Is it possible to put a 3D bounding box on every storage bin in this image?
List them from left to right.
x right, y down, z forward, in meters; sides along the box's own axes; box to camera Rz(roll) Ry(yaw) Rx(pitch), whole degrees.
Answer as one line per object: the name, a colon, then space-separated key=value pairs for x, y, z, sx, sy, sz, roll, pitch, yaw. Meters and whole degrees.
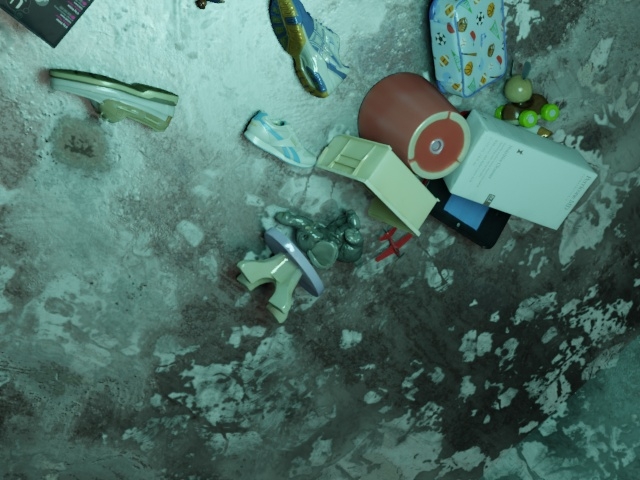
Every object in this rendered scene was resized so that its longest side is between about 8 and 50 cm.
storage bin: x=0.155 y=-0.162 z=1.932 sx=0.262 sy=0.260 sz=0.123 roll=40 pitch=82 yaw=-36

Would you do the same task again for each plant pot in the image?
plant pot: x=0.273 y=-0.306 z=1.925 sx=0.274 sy=0.243 sz=0.275 roll=-11 pitch=123 yaw=-18

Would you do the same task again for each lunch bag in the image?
lunch bag: x=0.419 y=-0.557 z=1.909 sx=0.243 sy=0.115 sz=0.304 roll=-36 pitch=132 yaw=-29

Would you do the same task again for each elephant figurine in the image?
elephant figurine: x=0.000 y=0.000 z=2.054 sx=0.239 sy=0.186 sz=0.169 roll=-12 pitch=166 yaw=-7

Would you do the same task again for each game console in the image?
game console: x=0.496 y=-0.188 z=2.160 sx=0.386 sy=0.060 sz=0.342 roll=28 pitch=87 yaw=-34

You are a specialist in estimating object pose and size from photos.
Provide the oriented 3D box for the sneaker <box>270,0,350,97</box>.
sneaker: x=-0.023 y=-0.518 z=1.765 sx=0.131 sy=0.111 sz=0.297 roll=-43 pitch=131 yaw=-19

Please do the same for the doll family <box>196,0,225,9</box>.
doll family: x=-0.279 y=-0.613 z=1.592 sx=0.111 sy=0.076 sz=0.193 roll=-51 pitch=129 yaw=3

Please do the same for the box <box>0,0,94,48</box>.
box: x=-0.537 y=-0.565 z=1.439 sx=0.270 sy=0.165 sz=0.143 roll=-48 pitch=127 yaw=6

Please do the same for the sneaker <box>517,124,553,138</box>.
sneaker: x=0.647 y=-0.210 z=2.128 sx=0.105 sy=0.123 sz=0.290 roll=-22 pitch=124 yaw=-48

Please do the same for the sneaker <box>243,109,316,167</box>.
sneaker: x=-0.093 y=-0.270 z=1.872 sx=0.228 sy=0.087 sz=0.092 roll=24 pitch=104 yaw=-36

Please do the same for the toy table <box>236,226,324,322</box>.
toy table: x=-0.120 y=0.110 z=2.001 sx=0.161 sy=0.252 sz=0.274 roll=-44 pitch=117 yaw=-16

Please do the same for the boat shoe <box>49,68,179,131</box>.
boat shoe: x=-0.490 y=-0.329 z=1.633 sx=0.302 sy=0.113 sz=0.103 roll=9 pitch=108 yaw=-30

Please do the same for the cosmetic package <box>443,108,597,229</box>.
cosmetic package: x=0.565 y=-0.201 z=1.991 sx=0.384 sy=0.156 sz=0.217 roll=16 pitch=122 yaw=-16

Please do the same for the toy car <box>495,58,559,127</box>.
toy car: x=0.612 y=-0.449 z=2.070 sx=0.148 sy=0.155 sz=0.189 roll=-18 pitch=112 yaw=-15

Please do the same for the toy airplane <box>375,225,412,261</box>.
toy airplane: x=0.235 y=0.008 z=2.224 sx=0.151 sy=0.028 sz=0.151 roll=-12 pitch=122 yaw=-20
